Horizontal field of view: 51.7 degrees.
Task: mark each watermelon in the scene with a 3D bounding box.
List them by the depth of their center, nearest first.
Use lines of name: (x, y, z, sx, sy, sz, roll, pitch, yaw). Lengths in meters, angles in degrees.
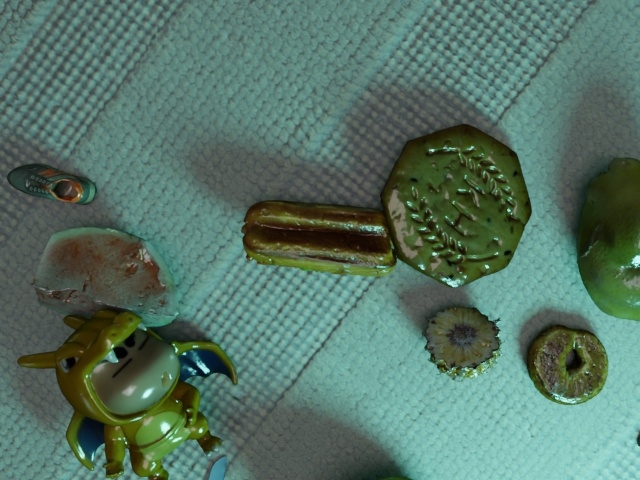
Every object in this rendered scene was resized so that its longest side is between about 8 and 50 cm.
watermelon: (-0.443, 0.101, 1.424, 0.305, 0.180, 0.224, 13, 110, -3)

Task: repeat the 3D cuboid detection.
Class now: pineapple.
pineapple: (0.319, 0.247, 1.478, 0.175, 0.137, 0.162, -7, 52, 6)

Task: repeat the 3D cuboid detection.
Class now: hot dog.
hot dog: (0.000, 0.000, 1.446, 0.348, 0.117, 0.158, 4, 68, -8)

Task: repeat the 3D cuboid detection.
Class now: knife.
knife: (-0.271, 0.652, 1.558, 0.044, 0.019, 0.313, 15, 95, -9)

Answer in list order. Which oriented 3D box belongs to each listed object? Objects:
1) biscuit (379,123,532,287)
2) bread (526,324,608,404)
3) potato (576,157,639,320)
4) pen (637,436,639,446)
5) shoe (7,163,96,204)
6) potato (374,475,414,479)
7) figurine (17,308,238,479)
biscuit: (0.301, -0.078, 1.438, 0.359, 0.046, 0.359, 0, 90, -15)
bread: (0.560, 0.284, 1.503, 0.193, 0.064, 0.193, 0, 89, -2)
potato: (0.661, -0.003, 1.408, 0.218, 0.202, 0.351, -12, 90, 40)
pen: (0.839, 0.495, 1.539, 0.204, 0.025, 0.025, 16, 95, -2)
shoe: (-0.597, -0.124, 1.452, 0.194, 0.077, 0.074, 13, 96, -2)
potato: (0.125, 0.651, 1.485, 0.280, 0.212, 0.330, -39, 117, -21)
figurine: (-0.411, 0.335, 1.382, 0.401, 0.268, 0.387, -30, 111, 5)
